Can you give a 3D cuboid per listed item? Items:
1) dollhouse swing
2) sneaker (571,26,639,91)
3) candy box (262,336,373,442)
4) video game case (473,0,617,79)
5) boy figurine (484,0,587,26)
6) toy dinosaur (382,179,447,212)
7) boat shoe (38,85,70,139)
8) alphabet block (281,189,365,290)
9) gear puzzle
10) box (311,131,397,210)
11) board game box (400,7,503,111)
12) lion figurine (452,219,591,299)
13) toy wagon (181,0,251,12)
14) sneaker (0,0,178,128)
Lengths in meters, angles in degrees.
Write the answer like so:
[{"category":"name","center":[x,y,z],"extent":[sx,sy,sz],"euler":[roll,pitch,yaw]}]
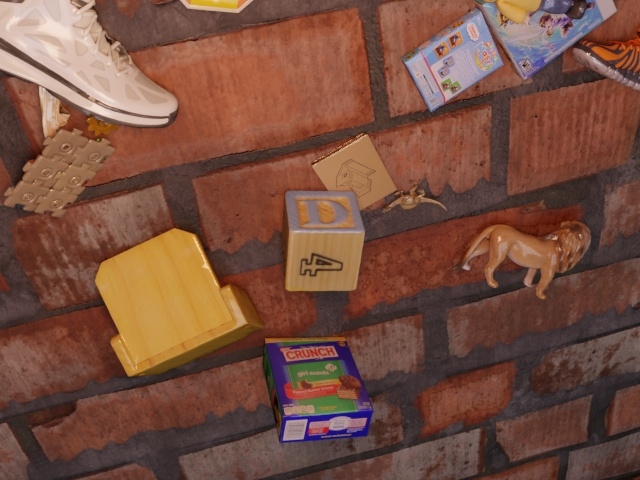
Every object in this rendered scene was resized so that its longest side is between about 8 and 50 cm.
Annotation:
[{"category":"dollhouse swing","center":[-0.396,0.169,1.829],"extent":[0.346,0.305,0.315],"euler":[-25,168,3]},{"category":"sneaker","center":[0.783,-0.493,1.666],"extent":[0.321,0.124,0.180],"euler":[9,118,-33]},{"category":"candy box","center":[-0.018,0.431,1.954],"extent":[0.268,0.317,0.122],"euler":[0,122,-17]},{"category":"video game case","center":[0.540,-0.563,1.574],"extent":[0.269,0.061,0.244],"euler":[-37,124,12]},{"category":"boy figurine","center":[0.458,-0.570,1.458],"extent":[0.285,0.092,0.177],"euler":[3,123,-17]},{"category":"toy dinosaur","center":[0.260,-0.118,1.824],"extent":[0.183,0.053,0.093],"euler":[-5,141,-3]},{"category":"boat shoe","center":[-0.587,-0.281,1.462],"extent":[0.059,0.063,0.170],"euler":[-3,128,-16]},{"category":"alphabet block","center":[0.000,0.000,1.725],"extent":[0.193,0.192,0.197],"euler":[1,128,-7]},{"category":"gear puzzle","center":[-0.580,-0.194,1.511],"extent":[0.339,0.044,0.175],"euler":[-45,152,17]},{"category":"box","center":[0.092,-0.170,1.750],"extent":[0.164,0.021,0.201],"euler":[-30,127,6]},{"category":"board game box","center":[0.325,-0.440,1.614],"extent":[0.211,0.039,0.160],"euler":[-32,126,8]},{"category":"lion figurine","center":[0.605,0.027,1.956],"extent":[0.392,0.142,0.240],"euler":[10,113,-17]},{"category":"toy wagon","center":[-0.211,-0.639,1.312],"extent":[0.267,0.068,0.344],"euler":[0,124,-15]},{"category":"sneaker","center":[-0.467,-0.412,1.337],"extent":[0.447,0.169,0.257],"euler":[22,118,-24]}]
